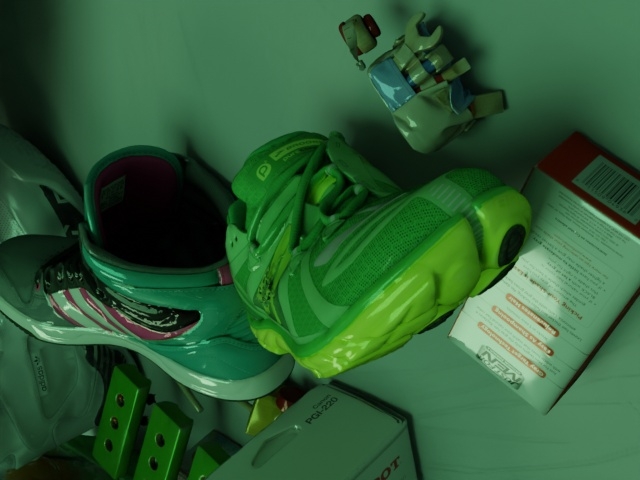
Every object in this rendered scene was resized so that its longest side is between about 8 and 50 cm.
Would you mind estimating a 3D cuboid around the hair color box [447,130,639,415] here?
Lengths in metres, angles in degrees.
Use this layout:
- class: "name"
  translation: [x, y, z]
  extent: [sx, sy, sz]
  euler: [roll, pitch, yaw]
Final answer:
- class: "hair color box"
  translation: [0.123, 0.022, 0.452]
  extent: [0.072, 0.043, 0.141]
  euler: [39, 141, 19]

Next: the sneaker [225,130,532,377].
- class: "sneaker"
  translation: [0.000, 0.000, 0.481]
  extent: [0.124, 0.109, 0.295]
  euler: [62, 159, -5]

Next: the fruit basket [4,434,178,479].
- class: "fruit basket"
  translation: [-0.321, 0.329, 0.949]
  extent: [0.327, 0.353, 0.166]
  euler: [12, 104, 42]

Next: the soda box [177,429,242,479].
- class: "soda box"
  translation: [-0.058, 0.258, 0.845]
  extent: [0.183, 0.058, 0.063]
  euler: [23, 134, 37]

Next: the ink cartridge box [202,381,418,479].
- class: "ink cartridge box"
  translation: [0.003, 0.245, 0.678]
  extent: [0.092, 0.158, 0.218]
  euler: [16, 131, 42]

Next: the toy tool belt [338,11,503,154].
- class: "toy tool belt"
  translation: [0.052, -0.088, 0.445]
  extent: [0.051, 0.052, 0.083]
  euler: [-32, 99, 17]

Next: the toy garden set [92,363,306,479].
- class: "toy garden set"
  translation: [-0.102, 0.178, 0.799]
  extent: [0.244, 0.049, 0.204]
  euler: [33, 114, 36]

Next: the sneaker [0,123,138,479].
- class: "sneaker"
  translation: [-0.315, 0.081, 0.856]
  extent: [0.137, 0.210, 0.366]
  euler: [19, 132, 38]

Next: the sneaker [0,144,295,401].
- class: "sneaker"
  translation: [-0.162, 0.007, 0.677]
  extent: [0.295, 0.124, 0.179]
  euler: [14, 134, 23]
